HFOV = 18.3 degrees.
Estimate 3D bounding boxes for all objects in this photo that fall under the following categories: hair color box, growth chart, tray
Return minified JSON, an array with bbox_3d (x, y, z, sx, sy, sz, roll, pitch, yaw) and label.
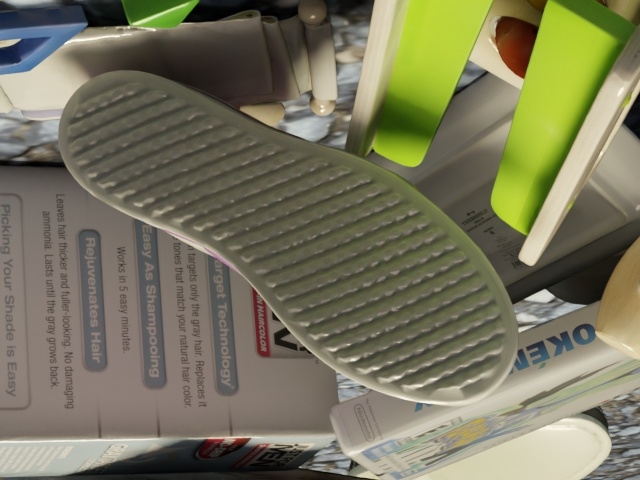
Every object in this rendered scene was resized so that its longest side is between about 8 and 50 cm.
[{"bbox_3d":[-0.184,0.054,1.294,0.374,0.185,0.113,1,161,-18],"label":"hair color box"},{"bbox_3d":[-0.101,-0.096,1.125,0.237,0.021,0.172,-3,162,-7],"label":"growth chart"},{"bbox_3d":[0.107,-0.018,1.269,0.145,0.030,0.270,42,146,-10],"label":"tray"}]

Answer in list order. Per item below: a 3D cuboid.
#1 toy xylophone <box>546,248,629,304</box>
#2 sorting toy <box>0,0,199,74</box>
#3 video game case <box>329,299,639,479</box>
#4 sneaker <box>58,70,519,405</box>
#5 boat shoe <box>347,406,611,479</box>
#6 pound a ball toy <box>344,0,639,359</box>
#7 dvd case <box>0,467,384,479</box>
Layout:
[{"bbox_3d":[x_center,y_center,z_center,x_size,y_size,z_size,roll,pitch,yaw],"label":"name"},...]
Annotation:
[{"bbox_3d":[0.282,-0.028,1.342,0.322,0.081,0.236,-4,162,-4],"label":"toy xylophone"},{"bbox_3d":[-0.077,-0.160,0.870,0.196,0.047,0.347,-15,170,-28],"label":"sorting toy"},{"bbox_3d":[0.165,0.088,1.320,0.300,0.036,0.329,-22,167,2],"label":"video game case"},{"bbox_3d":[0.000,-0.001,1.107,0.282,0.102,0.161,35,180,18],"label":"sneaker"},{"bbox_3d":[0.160,0.207,2.016,0.305,0.091,0.109,-20,120,32],"label":"boat shoe"},{"bbox_3d":[0.137,-0.078,1.009,0.208,0.136,0.319,30,163,7],"label":"pound a ball toy"},{"bbox_3d":[-0.104,0.169,1.374,0.180,0.022,0.253,-1,-178,-45],"label":"dvd case"}]
